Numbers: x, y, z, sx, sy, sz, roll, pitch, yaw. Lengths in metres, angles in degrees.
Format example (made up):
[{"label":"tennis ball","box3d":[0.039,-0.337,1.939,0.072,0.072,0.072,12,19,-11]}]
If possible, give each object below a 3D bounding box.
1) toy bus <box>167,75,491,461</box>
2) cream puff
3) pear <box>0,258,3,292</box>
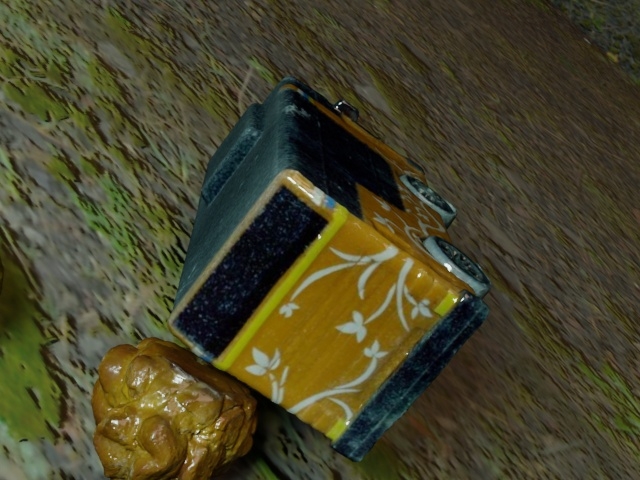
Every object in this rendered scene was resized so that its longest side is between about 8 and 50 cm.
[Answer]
[{"label":"toy bus","box3d":[0.000,0.000,0.776,0.194,0.162,0.323,34,17,-15]},{"label":"cream puff","box3d":[-0.102,0.124,0.650,0.116,0.094,0.122,26,2,-22]},{"label":"pear","box3d":[-0.268,0.012,0.614,0.131,0.107,0.107,8,42,-47]}]
